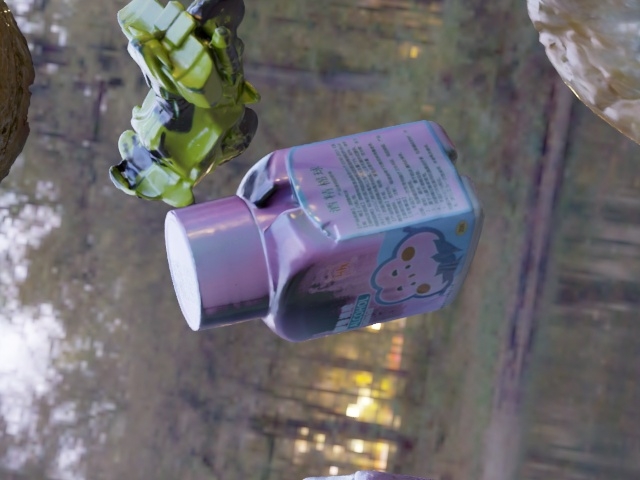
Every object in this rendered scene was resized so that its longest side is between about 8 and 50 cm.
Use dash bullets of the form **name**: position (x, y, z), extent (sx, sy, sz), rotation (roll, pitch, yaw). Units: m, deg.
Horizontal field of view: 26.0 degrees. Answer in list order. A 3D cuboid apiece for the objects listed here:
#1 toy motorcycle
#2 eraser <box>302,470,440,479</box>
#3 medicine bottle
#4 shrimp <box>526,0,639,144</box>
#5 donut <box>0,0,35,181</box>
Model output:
- **toy motorcycle**: position (-0.163, -0.155, 1.618), extent (0.206, 0.142, 0.342), rotation (-48, -18, -20)
- **eraser**: position (0.105, 0.391, 1.170), extent (0.122, 0.272, 0.359), rotation (-18, 62, 53)
- **medicine bottle**: position (0.000, 0.000, 0.899), extent (0.119, 0.188, 0.094), rotation (102, 151, -53)
- **shrimp**: position (0.327, -0.081, 0.809), extent (0.085, 0.445, 0.272), rotation (-59, -5, -21)
- **donut**: position (-0.376, -0.138, 1.163), extent (0.107, 0.272, 0.272), rotation (94, -176, -80)
